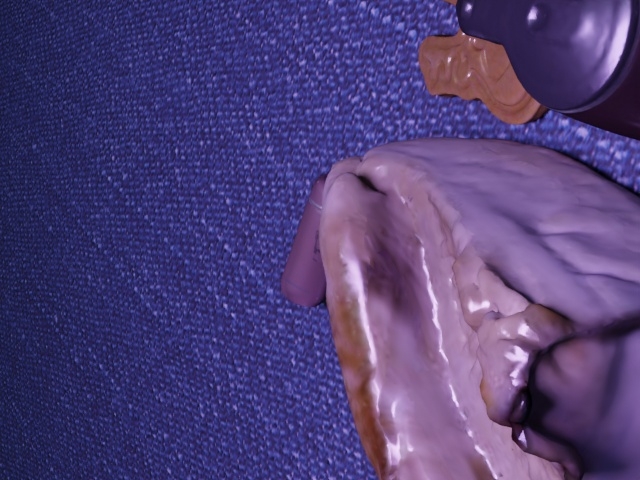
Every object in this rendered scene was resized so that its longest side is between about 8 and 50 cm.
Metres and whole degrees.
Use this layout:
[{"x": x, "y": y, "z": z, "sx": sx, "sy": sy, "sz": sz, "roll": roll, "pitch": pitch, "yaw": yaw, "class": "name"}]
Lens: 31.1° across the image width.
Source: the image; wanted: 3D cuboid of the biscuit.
[{"x": 0.164, "y": -0.175, "z": 0.985, "sx": 0.236, "sy": 0.040, "sz": 0.144, "roll": 29, "pitch": 119, "yaw": 55, "class": "biscuit"}]

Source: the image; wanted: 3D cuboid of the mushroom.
[{"x": 0.136, "y": 0.092, "z": 0.901, "sx": 0.397, "sy": 0.224, "sz": 0.313, "roll": -131, "pitch": 37, "yaw": -53, "class": "mushroom"}]

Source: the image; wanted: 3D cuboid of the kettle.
[{"x": 0.215, "y": -0.135, "z": 0.727, "sx": 0.202, "sy": 0.232, "sz": 0.144, "roll": 34, "pitch": 116, "yaw": 51, "class": "kettle"}]

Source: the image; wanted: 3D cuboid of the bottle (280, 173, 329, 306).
[{"x": 0.000, "y": 0.000, "z": 1.203, "sx": 0.053, "sy": 0.053, "sz": 0.140, "roll": 47, "pitch": 127, "yaw": 46, "class": "bottle"}]
